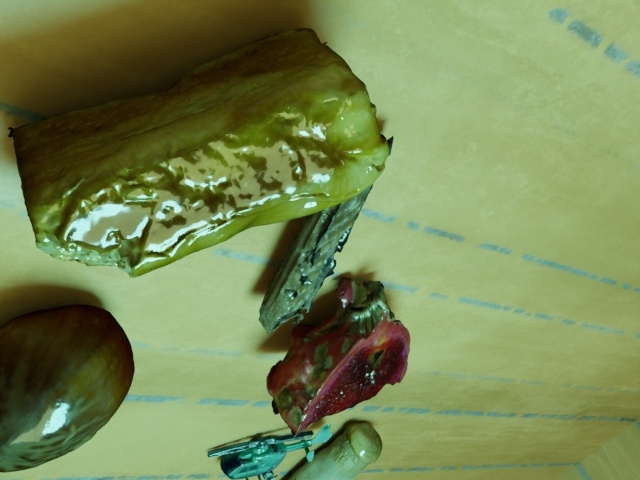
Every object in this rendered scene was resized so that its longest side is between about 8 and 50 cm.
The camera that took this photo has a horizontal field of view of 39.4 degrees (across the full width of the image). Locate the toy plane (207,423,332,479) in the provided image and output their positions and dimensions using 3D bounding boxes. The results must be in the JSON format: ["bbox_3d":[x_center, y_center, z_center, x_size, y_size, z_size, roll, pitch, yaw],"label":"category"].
[{"bbox_3d":[-0.090,0.380,1.610,0.235,0.060,0.096,-9,129,-19],"label":"toy plane"}]

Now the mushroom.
[{"bbox_3d":[0.000,0.481,1.776,0.122,0.095,0.351,-13,150,-53],"label":"mushroom"}]

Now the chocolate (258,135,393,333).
[{"bbox_3d":[-0.003,-0.005,1.137,0.102,0.065,0.329,-41,164,-47],"label":"chocolate"}]

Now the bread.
[{"bbox_3d":[-0.112,-0.076,0.853,0.343,0.195,0.149,-21,126,-10],"label":"bread"}]

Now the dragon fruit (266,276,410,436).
[{"bbox_3d":[0.036,0.146,1.332,0.262,0.134,0.212,-11,134,-51],"label":"dragon fruit"}]

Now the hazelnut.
[{"bbox_3d":[-0.321,0.178,1.049,0.212,0.181,0.181,-39,144,15],"label":"hazelnut"}]
